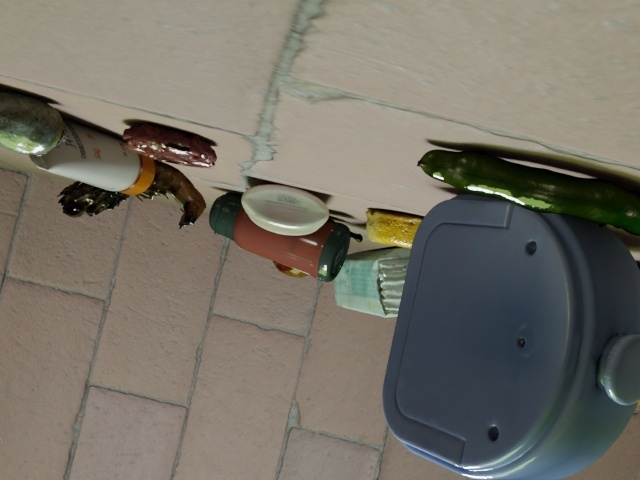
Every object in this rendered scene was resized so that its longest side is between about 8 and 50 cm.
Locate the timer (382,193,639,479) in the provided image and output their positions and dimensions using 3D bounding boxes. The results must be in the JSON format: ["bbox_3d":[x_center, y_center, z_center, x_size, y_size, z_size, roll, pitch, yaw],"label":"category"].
[{"bbox_3d":[0.265,0.131,1.100,0.173,0.394,0.395,15,177,-32],"label":"timer"}]

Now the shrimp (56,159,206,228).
[{"bbox_3d":[-0.337,-0.075,1.563,0.222,0.054,0.290,32,-148,17],"label":"shrimp"}]

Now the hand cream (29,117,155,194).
[{"bbox_3d":[-0.393,-0.144,1.373,0.139,0.089,0.314,55,-165,15],"label":"hand cream"}]

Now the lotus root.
[{"bbox_3d":[-0.433,-0.169,1.173,0.165,0.088,0.088,15,177,-29],"label":"lotus root"}]

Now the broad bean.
[{"bbox_3d":[0.251,-0.044,0.880,0.292,0.049,0.144,13,178,-26],"label":"broad bean"}]

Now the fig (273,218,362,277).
[{"bbox_3d":[0.001,0.001,2.184,0.274,0.170,0.146,-9,-173,-34],"label":"fig"}]

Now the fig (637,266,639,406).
[{"bbox_3d":[0.620,0.129,1.559,0.286,0.286,0.368,12,146,22],"label":"fig"}]

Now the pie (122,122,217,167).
[{"bbox_3d":[-0.221,-0.140,1.247,0.154,0.038,0.153,11,175,1],"label":"pie"}]

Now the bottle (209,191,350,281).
[{"bbox_3d":[-0.106,-0.017,2.016,0.336,0.143,0.144,19,179,15],"label":"bottle"}]

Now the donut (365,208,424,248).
[{"bbox_3d":[0.171,-0.015,1.708,0.162,0.065,0.178,14,176,-41],"label":"donut"}]

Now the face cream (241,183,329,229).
[{"bbox_3d":[-0.075,-0.058,1.778,0.174,0.081,0.348,12,178,-2],"label":"face cream"}]

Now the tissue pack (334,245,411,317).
[{"bbox_3d":[0.215,0.091,2.080,0.288,0.162,0.388,-8,-179,-13],"label":"tissue pack"}]
